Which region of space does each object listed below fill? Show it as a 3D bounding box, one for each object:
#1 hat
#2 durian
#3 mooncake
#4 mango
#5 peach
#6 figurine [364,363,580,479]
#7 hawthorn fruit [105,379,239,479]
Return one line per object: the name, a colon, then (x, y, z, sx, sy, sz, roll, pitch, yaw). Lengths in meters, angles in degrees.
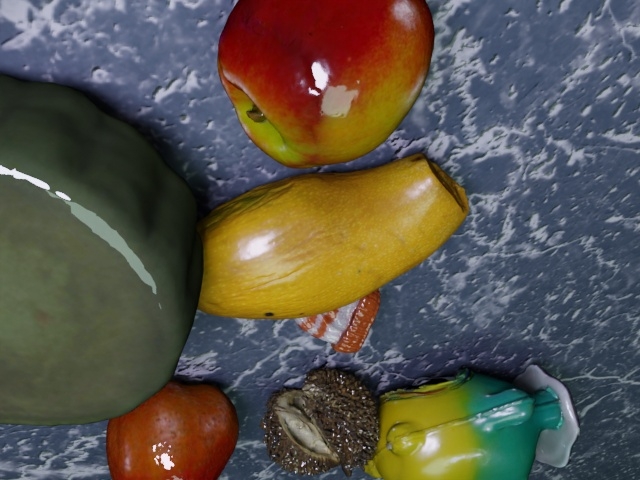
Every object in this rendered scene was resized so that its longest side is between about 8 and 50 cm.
hat: (-0.010, 0.083, 0.982, 0.162, 0.093, 0.112, 16, 104, -25)
durian: (0.006, 0.306, 1.169, 0.196, 0.167, 0.196, 9, 120, 15)
mooncake: (-0.280, 0.015, 0.696, 0.351, 0.187, 0.351, 0, 123, 1)
mango: (0.002, 0.002, 0.853, 0.359, 0.144, 0.187, -14, 142, -7)
peach: (0.010, -0.166, 0.646, 0.197, 0.197, 0.197, -10, 139, -8)
figurine: (0.247, 0.336, 1.249, 0.340, 0.231, 0.324, -8, 151, -16)
hawthorn fruit: (-0.221, 0.323, 1.076, 0.196, 0.226, 0.196, -3, 147, -2)
